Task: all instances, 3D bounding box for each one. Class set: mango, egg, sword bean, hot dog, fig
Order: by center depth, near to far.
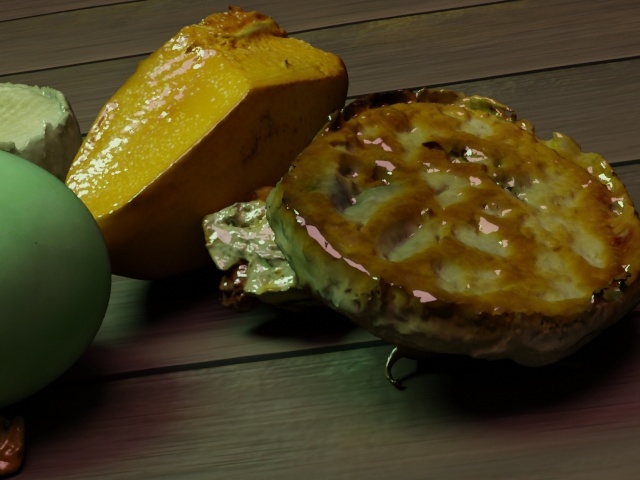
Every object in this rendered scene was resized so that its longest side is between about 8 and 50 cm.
[{"bbox_3d":[0.161,0.086,1.024,0.083,0.012,0.012,11,33,38],"label":"sword bean"},{"bbox_3d":[0.076,0.078,1.038,0.050,0.050,0.083,18,54,44],"label":"fig"},{"bbox_3d":[-0.295,0.031,1.053,0.269,0.220,0.220,-5,26,11],"label":"egg"},{"bbox_3d":[0.000,0.000,1.161,0.213,0.103,0.146,-27,54,-26],"label":"hot dog"},{"bbox_3d":[-0.103,-0.083,1.234,0.201,0.199,0.350,-18,25,45],"label":"mango"}]

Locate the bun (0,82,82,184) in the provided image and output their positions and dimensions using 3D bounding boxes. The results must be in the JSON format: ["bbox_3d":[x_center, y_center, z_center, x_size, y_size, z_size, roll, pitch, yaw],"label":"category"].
[{"bbox_3d":[-0.355,-0.054,1.330,0.259,0.152,0.259,-3,26,2],"label":"bun"}]

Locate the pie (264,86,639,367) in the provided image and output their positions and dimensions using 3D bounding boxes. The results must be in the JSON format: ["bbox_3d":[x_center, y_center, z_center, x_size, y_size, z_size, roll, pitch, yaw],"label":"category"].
[{"bbox_3d":[0.103,-0.013,1.046,0.315,0.092,0.315,9,36,-6],"label":"pie"}]

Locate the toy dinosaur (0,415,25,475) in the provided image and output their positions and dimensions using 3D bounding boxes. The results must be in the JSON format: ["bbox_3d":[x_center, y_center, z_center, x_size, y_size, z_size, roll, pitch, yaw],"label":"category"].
[{"bbox_3d":[-0.294,0.195,0.940,0.142,0.057,0.212,9,38,-4],"label":"toy dinosaur"}]
